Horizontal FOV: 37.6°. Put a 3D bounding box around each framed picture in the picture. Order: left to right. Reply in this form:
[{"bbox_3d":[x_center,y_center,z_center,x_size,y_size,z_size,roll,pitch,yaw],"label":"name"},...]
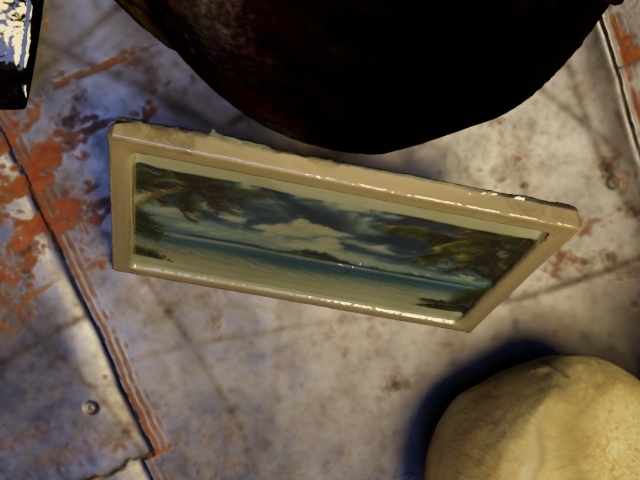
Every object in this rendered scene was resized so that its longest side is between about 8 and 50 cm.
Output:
[{"bbox_3d":[0.000,0.000,0.702,0.315,0.232,0.024,11,65,-6],"label":"framed picture"}]

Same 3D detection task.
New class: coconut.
[{"bbox_3d":[0.187,0.200,0.765,0.224,0.224,0.224,-1,101,-5],"label":"coconut"}]

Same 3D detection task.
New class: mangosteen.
[{"bbox_3d":[0.003,-0.261,0.597,0.435,0.382,0.382,23,100,27],"label":"mangosteen"}]

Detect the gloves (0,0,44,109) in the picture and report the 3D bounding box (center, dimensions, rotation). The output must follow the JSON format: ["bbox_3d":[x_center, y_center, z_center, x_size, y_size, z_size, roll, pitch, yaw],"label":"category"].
[{"bbox_3d":[-0.309,-0.184,0.691,0.203,0.124,0.164,9,82,-14],"label":"gloves"}]
